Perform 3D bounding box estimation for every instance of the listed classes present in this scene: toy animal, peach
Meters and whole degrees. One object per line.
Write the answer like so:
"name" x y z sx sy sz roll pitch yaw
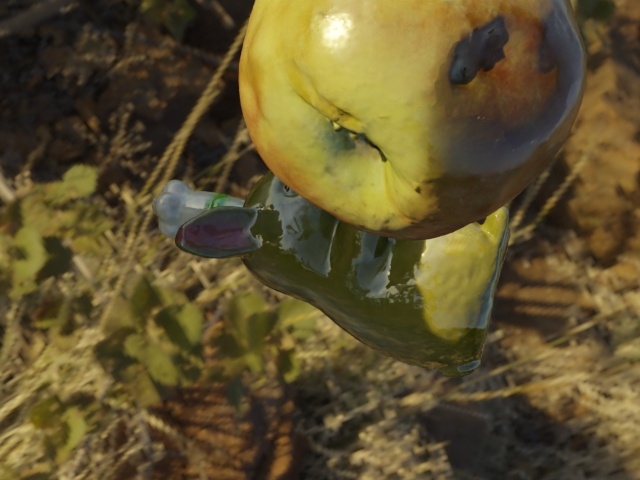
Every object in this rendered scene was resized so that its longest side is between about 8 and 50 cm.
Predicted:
"toy animal" 0.014 -0.014 1.390 0.363 0.180 0.181 26 4 4
"peach" 0.068 -0.124 0.913 0.214 0.214 0.235 39 61 -20
